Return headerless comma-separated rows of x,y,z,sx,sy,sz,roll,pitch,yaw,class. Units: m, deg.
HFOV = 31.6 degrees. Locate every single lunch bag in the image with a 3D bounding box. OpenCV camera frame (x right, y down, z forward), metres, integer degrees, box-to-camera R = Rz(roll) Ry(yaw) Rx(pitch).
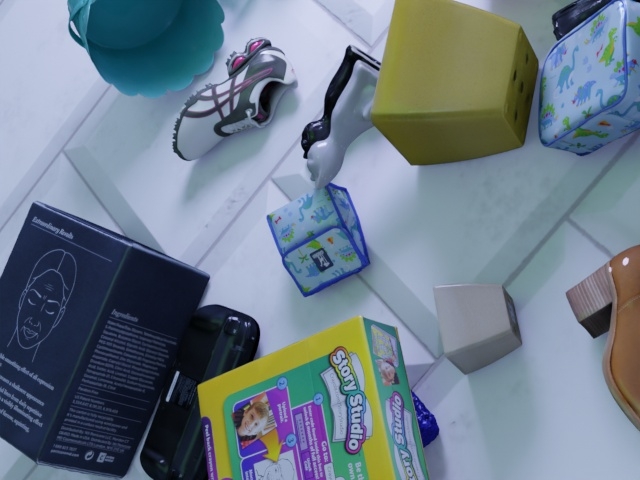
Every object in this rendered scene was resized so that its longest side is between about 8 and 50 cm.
0.392,-0.227,1.572,0.219,0.090,0.176,144,134,-63,lunch bag
0.000,0.000,1.833,0.128,0.096,0.151,-28,73,22,lunch bag

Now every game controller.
-0.206,0.265,1.912,0.166,0.067,0.319,13,81,53,game controller

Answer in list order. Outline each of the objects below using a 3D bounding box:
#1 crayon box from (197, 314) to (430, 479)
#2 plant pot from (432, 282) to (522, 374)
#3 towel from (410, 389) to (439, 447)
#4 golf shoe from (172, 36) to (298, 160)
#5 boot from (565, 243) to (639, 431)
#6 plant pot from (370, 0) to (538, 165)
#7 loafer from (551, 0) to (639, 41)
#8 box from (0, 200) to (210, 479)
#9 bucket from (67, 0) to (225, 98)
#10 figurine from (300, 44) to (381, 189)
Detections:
-0.007,0.331,1.608,0.313,0.106,0.363,-25,62,28,crayon box
0.229,0.118,1.615,0.096,0.109,0.109,-15,64,18,plant pot
0.014,0.315,1.712,0.308,0.076,0.228,-49,53,11,towel
-0.158,-0.235,2.027,0.273,0.105,0.120,-48,59,13,golf shoe
0.466,0.121,1.450,0.220,0.109,0.283,-32,50,18,boot
0.214,-0.235,1.700,0.187,0.212,0.212,8,78,24,plant pot
0.437,-0.360,1.651,0.223,0.076,0.078,-31,65,28,loafer
-0.429,0.172,2.001,0.293,0.212,0.396,21,87,40,box
-0.337,-0.425,2.123,0.281,0.281,0.183,-49,43,11,bucket
0.036,-0.192,1.833,0.209,0.092,0.215,-56,14,15,figurine
